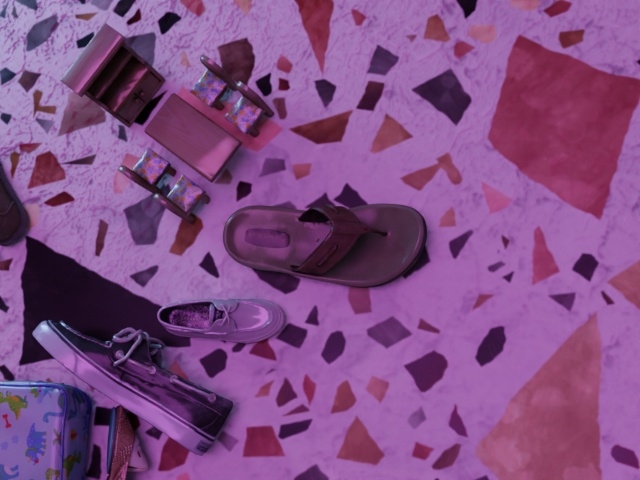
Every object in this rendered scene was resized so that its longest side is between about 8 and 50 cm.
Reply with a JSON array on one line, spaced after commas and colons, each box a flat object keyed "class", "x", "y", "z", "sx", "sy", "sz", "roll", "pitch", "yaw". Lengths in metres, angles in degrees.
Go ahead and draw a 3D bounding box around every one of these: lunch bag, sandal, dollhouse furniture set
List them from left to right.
[{"class": "lunch bag", "x": -0.431, "y": 0.313, "z": 1.427, "sx": 0.176, "sy": 0.090, "sz": 0.219, "roll": -3, "pitch": 78, "yaw": 14}, {"class": "dollhouse furniture set", "x": -0.233, "y": -0.187, "z": 1.447, "sx": 0.242, "sy": 0.161, "sz": 0.212, "roll": 37, "pitch": 89, "yaw": 19}, {"class": "sandal", "x": -0.001, "y": 0.001, "z": 1.384, "sx": 0.302, "sy": 0.086, "sz": 0.120, "roll": 0, "pitch": 78, "yaw": 15}]

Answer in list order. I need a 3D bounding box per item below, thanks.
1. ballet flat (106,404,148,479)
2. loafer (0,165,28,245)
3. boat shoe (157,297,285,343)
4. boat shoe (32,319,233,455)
[{"class": "ballet flat", "x": -0.281, "y": 0.341, "z": 1.404, "sx": 0.067, "sy": 0.073, "sz": 0.206, "roll": 9, "pitch": 82, "yaw": -11}, {"class": "loafer", "x": -0.554, "y": -0.102, "z": 1.551, "sx": 0.094, "sy": 0.087, "sz": 0.251, "roll": -43, "pitch": 71, "yaw": 2}, {"class": "boat shoe", "x": -0.145, "y": 0.109, "z": 1.410, "sx": 0.184, "sy": 0.063, "sz": 0.066, "roll": 5, "pitch": 79, "yaw": 16}, {"class": "boat shoe", "x": -0.266, "y": 0.182, "z": 1.403, "sx": 0.306, "sy": 0.113, "sz": 0.105, "roll": 30, "pitch": 80, "yaw": 16}]
